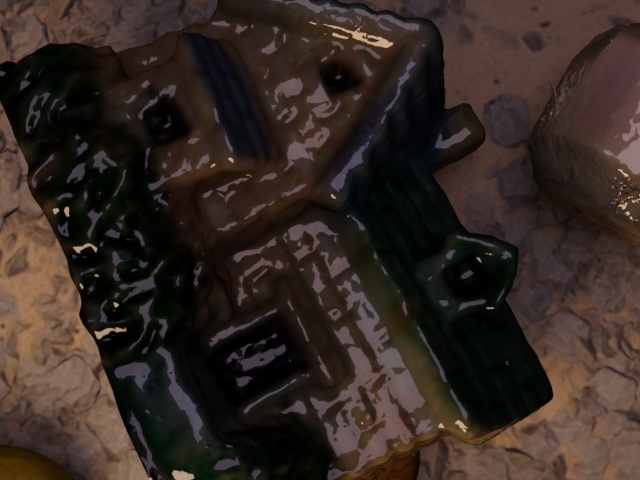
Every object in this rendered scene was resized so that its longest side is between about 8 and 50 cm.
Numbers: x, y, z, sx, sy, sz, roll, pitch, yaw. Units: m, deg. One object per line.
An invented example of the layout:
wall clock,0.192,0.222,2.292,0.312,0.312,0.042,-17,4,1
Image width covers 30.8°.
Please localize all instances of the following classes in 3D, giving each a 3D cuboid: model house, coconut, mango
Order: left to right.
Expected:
mango,-0.297,0.291,1.192,0.122,0.085,0.191,-28,82,2
model house,0.000,0.000,1.055,0.400,0.395,0.445,-24,75,-2
coconut,0.329,-0.115,1.153,0.224,0.224,0.234,23,90,7

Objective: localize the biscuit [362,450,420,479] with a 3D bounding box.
biscuit,0.010,0.221,1.186,0.188,0.027,0.187,-6,59,10
